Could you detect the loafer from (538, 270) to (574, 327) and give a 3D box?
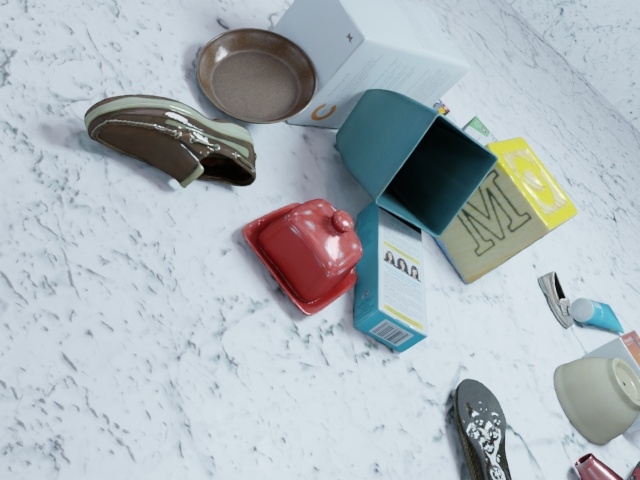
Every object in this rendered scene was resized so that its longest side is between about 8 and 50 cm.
[{"bbox_3d":[0.514,0.125,1.399,0.045,0.039,0.125,6,53,-43],"label":"loafer"}]

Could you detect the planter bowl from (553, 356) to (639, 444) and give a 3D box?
[{"bbox_3d":[0.535,0.286,1.219,0.162,0.109,0.162,26,42,-27],"label":"planter bowl"}]

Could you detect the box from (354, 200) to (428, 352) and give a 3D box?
[{"bbox_3d":[0.111,0.048,1.039,0.100,0.060,0.244,31,40,-23],"label":"box"}]

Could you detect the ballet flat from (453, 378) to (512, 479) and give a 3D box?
[{"bbox_3d":[0.240,0.316,0.945,0.084,0.058,0.250,6,44,-15],"label":"ballet flat"}]

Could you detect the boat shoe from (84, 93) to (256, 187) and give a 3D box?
[{"bbox_3d":[-0.183,-0.122,0.870,0.257,0.095,0.095,3,61,-45],"label":"boat shoe"}]

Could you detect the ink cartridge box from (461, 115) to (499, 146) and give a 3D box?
[{"bbox_3d":[0.375,-0.151,1.462,0.219,0.092,0.160,46,37,-3],"label":"ink cartridge box"}]

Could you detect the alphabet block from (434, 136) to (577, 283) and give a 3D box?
[{"bbox_3d":[0.337,-0.061,1.255,0.192,0.197,0.194,-21,74,-51],"label":"alphabet block"}]

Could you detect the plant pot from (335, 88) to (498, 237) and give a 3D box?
[{"bbox_3d":[0.138,-0.155,1.108,0.165,0.166,0.234,25,17,-38],"label":"plant pot"}]

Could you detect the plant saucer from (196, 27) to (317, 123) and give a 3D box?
[{"bbox_3d":[-0.105,-0.264,1.071,0.198,0.036,0.199,6,62,-11],"label":"plant saucer"}]

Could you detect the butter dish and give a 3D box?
[{"bbox_3d":[0.000,0.000,0.922,0.160,0.118,0.159,53,37,5],"label":"butter dish"}]

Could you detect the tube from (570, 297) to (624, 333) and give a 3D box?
[{"bbox_3d":[0.639,0.168,1.486,0.207,0.052,0.080,15,52,-44],"label":"tube"}]

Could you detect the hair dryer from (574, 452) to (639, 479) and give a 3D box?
[{"bbox_3d":[0.536,0.456,1.121,0.293,0.080,0.224,37,22,-24],"label":"hair dryer"}]

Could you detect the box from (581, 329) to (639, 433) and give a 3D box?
[{"bbox_3d":[0.635,0.284,1.328,0.130,0.091,0.171,-1,59,-52],"label":"box"}]

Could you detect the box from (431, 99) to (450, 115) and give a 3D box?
[{"bbox_3d":[0.248,-0.318,1.538,0.094,0.027,0.137,49,37,3],"label":"box"}]

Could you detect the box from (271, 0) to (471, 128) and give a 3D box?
[{"bbox_3d":[0.085,-0.339,1.235,0.345,0.215,0.168,-5,61,-48],"label":"box"}]
